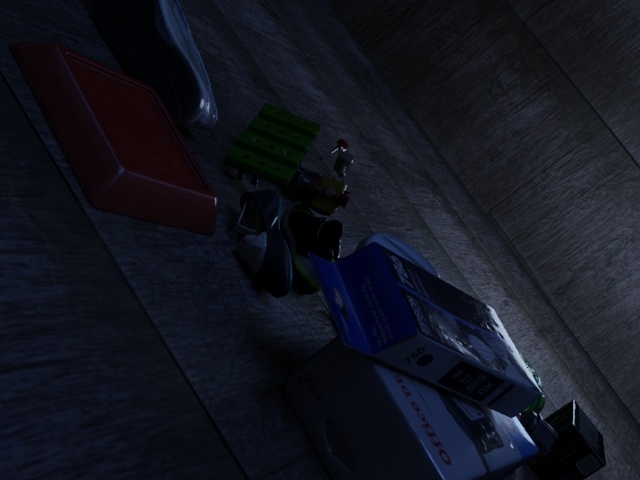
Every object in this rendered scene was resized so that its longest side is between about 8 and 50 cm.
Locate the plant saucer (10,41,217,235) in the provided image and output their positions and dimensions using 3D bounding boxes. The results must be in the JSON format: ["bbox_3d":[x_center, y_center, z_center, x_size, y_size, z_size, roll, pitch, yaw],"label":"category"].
[{"bbox_3d":[-0.246,-0.136,1.203,0.259,0.048,0.258,59,18,21],"label":"plant saucer"}]

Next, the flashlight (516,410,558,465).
[{"bbox_3d":[0.302,0.273,1.678,0.304,0.103,0.103,43,-15,-13],"label":"flashlight"}]

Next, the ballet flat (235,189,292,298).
[{"bbox_3d":[-0.086,0.000,1.323,0.074,0.074,0.203,39,27,-36],"label":"ballet flat"}]

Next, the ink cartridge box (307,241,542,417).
[{"bbox_3d":[0.138,0.108,1.194,0.333,0.065,0.165,26,29,-38],"label":"ink cartridge box"}]

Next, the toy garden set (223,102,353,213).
[{"bbox_3d":[-0.036,-0.132,1.569,0.204,0.049,0.244,22,30,2],"label":"toy garden set"}]

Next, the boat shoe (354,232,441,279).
[{"bbox_3d":[0.146,0.129,1.452,0.335,0.119,0.121,48,53,-20],"label":"boat shoe"}]

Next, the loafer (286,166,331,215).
[{"bbox_3d":[-0.041,-0.100,1.652,0.170,0.062,0.061,40,25,-5],"label":"loafer"}]

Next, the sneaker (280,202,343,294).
[{"bbox_3d":[0.000,0.000,1.475,0.084,0.097,0.234,44,19,-26],"label":"sneaker"}]

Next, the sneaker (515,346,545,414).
[{"bbox_3d":[0.408,0.306,1.892,0.123,0.109,0.295,47,17,-2],"label":"sneaker"}]

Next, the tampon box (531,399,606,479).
[{"bbox_3d":[0.484,0.408,1.859,0.101,0.120,0.161,52,17,4],"label":"tampon box"}]

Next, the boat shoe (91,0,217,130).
[{"bbox_3d":[-0.252,-0.311,1.440,0.320,0.118,0.103,60,12,14],"label":"boat shoe"}]

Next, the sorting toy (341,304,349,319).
[{"bbox_3d":[0.107,0.199,1.461,0.307,0.041,0.229,16,39,-53],"label":"sorting toy"}]

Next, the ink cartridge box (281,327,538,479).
[{"bbox_3d":[0.124,0.232,1.215,0.307,0.129,0.223,7,47,-58],"label":"ink cartridge box"}]
